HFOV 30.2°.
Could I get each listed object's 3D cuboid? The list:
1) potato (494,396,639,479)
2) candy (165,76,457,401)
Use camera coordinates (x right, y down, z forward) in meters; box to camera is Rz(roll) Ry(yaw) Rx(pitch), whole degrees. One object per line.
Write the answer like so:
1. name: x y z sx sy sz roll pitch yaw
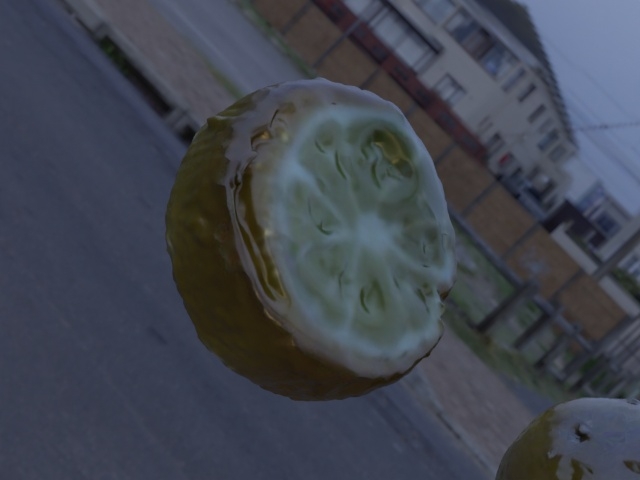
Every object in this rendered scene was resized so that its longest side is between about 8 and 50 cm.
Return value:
1. potato: 0.338 0.311 1.086 0.397 0.290 0.296 23 -40 40
2. candy: 0.000 0.000 0.938 0.260 0.118 0.260 14 67 -36
